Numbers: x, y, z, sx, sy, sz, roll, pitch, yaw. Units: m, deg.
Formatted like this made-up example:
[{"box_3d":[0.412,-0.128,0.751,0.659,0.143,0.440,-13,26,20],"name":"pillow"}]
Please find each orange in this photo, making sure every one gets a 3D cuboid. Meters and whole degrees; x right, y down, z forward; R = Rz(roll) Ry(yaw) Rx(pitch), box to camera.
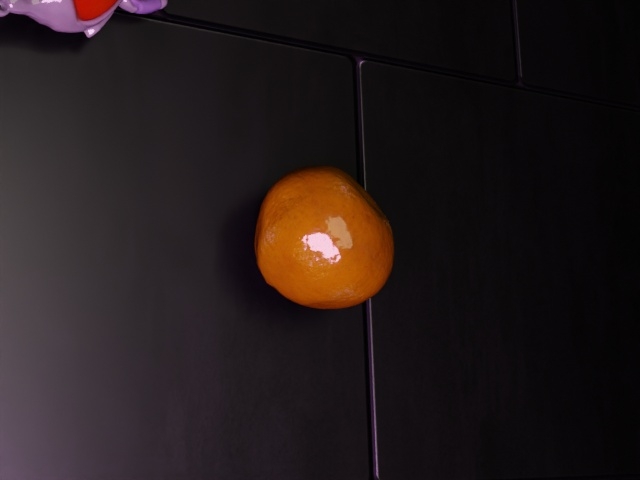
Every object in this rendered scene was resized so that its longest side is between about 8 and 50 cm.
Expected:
[{"box_3d":[0.000,0.000,1.116,0.136,0.159,0.159,-40,103,13],"name":"orange"}]

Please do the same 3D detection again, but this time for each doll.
[{"box_3d":[-0.232,-0.257,1.074,0.227,0.075,0.102,-34,107,-42],"name":"doll"}]
